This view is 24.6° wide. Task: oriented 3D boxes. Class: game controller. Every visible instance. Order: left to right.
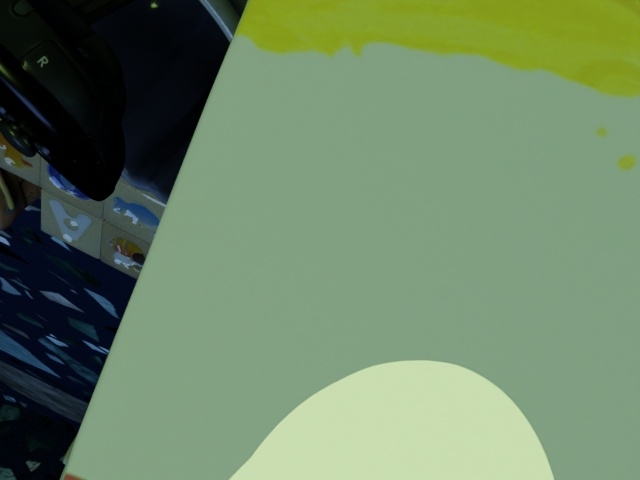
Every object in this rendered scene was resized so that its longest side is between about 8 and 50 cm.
[{"bbox_3d":[-0.212,-0.141,0.688,0.319,0.067,0.166,44,163,5],"label":"game controller"}]

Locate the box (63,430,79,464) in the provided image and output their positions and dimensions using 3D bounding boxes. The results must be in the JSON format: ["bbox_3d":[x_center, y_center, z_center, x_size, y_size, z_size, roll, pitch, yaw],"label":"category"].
[{"bbox_3d":[0.018,0.026,0.783,0.148,0.311,0.121,39,159,-30],"label":"box"}]

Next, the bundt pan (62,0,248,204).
[{"bbox_3d":[-0.090,-0.156,0.693,0.331,0.124,0.331,39,161,17],"label":"bundt pan"}]

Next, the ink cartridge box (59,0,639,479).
[{"bbox_3d":[0.085,0.008,0.445,0.160,0.384,0.279,18,175,23],"label":"ink cartridge box"}]

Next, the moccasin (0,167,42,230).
[{"bbox_3d":[-0.343,-0.138,1.138,0.139,0.147,0.380,17,158,32],"label":"moccasin"}]

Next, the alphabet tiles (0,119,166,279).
[{"bbox_3d":[-0.123,-0.072,1.051,0.285,0.011,0.342,26,144,8],"label":"alphabet tiles"}]
